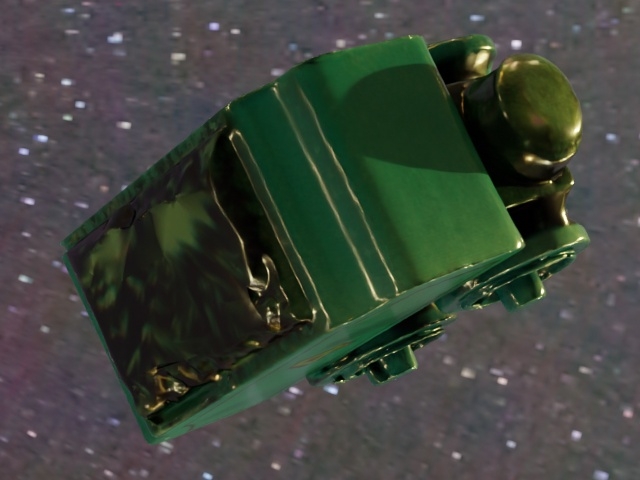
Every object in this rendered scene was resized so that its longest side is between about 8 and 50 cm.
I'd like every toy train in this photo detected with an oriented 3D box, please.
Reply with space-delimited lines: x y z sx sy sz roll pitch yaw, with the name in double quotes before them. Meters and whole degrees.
"toy train" 0.000 0.000 0.623 0.154 0.198 0.107 -17 -102 -44
